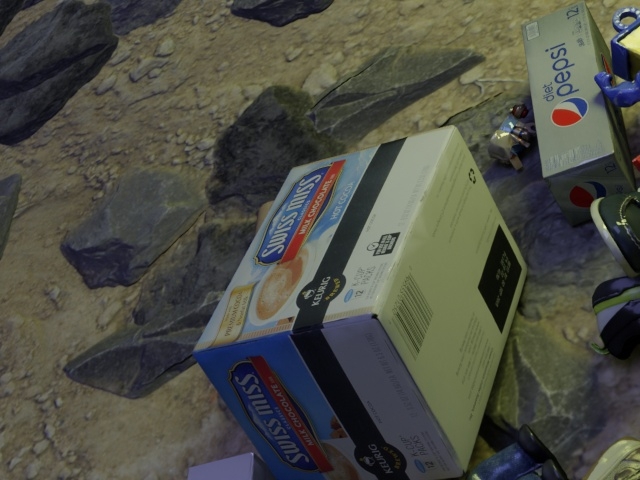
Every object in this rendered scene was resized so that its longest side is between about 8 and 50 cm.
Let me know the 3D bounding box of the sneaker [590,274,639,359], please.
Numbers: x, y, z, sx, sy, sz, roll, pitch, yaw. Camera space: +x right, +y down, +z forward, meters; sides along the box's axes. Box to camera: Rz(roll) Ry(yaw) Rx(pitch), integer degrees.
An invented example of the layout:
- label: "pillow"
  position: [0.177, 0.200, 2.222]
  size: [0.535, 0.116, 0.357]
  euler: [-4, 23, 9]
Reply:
- label: "sneaker"
  position: [0.401, 0.078, 1.524]
  size: [0.235, 0.084, 0.097]
  euler: [-14, 73, 28]

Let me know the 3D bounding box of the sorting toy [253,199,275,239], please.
- label: "sorting toy"
  position: [0.000, 0.000, 1.899]
  size: [0.208, 0.038, 0.193]
  euler: [-17, 38, 20]

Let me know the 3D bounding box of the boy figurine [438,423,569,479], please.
- label: "boy figurine"
  position: [0.133, 0.317, 1.478]
  size: [0.285, 0.092, 0.177]
  euler: [-38, 40, 3]

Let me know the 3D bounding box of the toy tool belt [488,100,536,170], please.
- label: "toy tool belt"
  position: [0.254, -0.132, 1.841]
  size: [0.051, 0.052, 0.083]
  euler: [31, 76, 16]

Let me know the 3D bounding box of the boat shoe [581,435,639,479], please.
- label: "boat shoe"
  position: [0.269, 0.290, 1.406]
  size: [0.223, 0.080, 0.073]
  euler: [-49, 35, -18]

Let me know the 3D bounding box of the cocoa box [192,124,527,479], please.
- label: "cocoa box"
  position: [0.056, 0.076, 1.596]
  size: [0.228, 0.231, 0.347]
  euler: [-13, 32, 30]

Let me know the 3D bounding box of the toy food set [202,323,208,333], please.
- label: "toy food set"
  position: [-0.076, 0.105, 1.873]
  size: [0.132, 0.038, 0.192]
  euler: [-49, 41, -11]

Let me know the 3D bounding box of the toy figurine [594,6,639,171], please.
- label: "toy figurine"
  position: [0.435, -0.251, 1.663]
  size: [0.362, 0.191, 0.217]
  euler: [-41, 47, -10]

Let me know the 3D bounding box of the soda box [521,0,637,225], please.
- label: "soda box"
  position: [0.317, -0.160, 1.772]
  size: [0.091, 0.098, 0.286]
  euler: [-20, 44, 20]

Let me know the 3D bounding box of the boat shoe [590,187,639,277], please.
- label: "boat shoe"
  position: [0.353, -0.016, 1.527]
  size: [0.079, 0.254, 0.095]
  euler: [-26, 80, 23]

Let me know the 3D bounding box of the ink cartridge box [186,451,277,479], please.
- label: "ink cartridge box"
  position: [-0.088, 0.307, 1.613]
  size: [0.092, 0.143, 0.090]
  euler: [-18, 45, 24]
